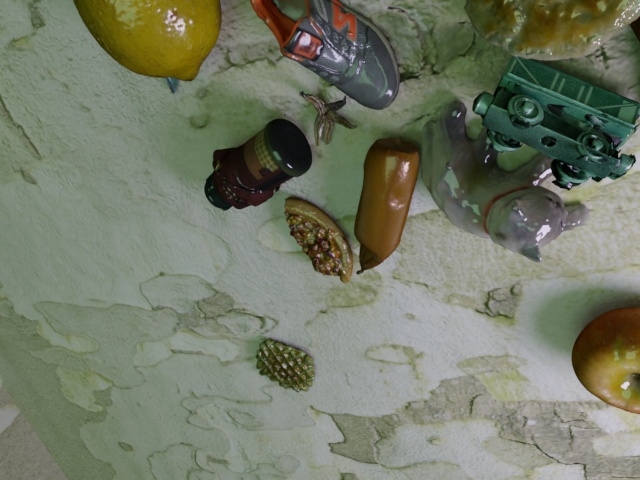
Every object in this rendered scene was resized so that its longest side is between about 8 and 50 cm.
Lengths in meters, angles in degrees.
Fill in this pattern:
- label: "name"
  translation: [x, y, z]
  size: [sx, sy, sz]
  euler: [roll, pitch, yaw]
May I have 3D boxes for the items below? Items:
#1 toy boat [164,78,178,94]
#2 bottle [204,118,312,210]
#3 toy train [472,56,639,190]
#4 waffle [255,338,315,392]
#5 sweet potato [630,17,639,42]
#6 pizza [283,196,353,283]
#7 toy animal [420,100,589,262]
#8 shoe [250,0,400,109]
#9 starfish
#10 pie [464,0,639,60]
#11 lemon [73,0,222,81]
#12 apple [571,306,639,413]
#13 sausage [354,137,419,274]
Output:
- label: "toy boat"
  translation: [-0.349, -0.397, 1.232]
  size: [0.096, 0.034, 0.122]
  euler: [-22, 116, 33]
- label: "bottle"
  translation: [-0.157, -0.155, 1.209]
  size: [0.271, 0.143, 0.156]
  euler: [-26, 104, 36]
- label: "toy train"
  translation: [0.388, -0.193, 0.913]
  size: [0.269, 0.154, 0.115]
  euler: [26, 148, 9]
- label: "waffle"
  translation: [-0.100, 0.358, 1.548]
  size: [0.183, 0.036, 0.169]
  euler: [18, 126, 16]
- label: "sweet potato"
  translation: [0.516, -0.340, 0.804]
  size: [0.112, 0.112, 0.359]
  euler: [-13, 110, 31]
- label: "pizza"
  translation: [-0.002, 0.001, 1.278]
  size: [0.127, 0.058, 0.246]
  euler: [-17, 108, 32]
- label: "toy animal"
  translation: [0.309, -0.100, 1.004]
  size: [0.266, 0.188, 0.308]
  euler: [-9, 117, 39]
- label: "shoe"
  translation: [0.003, -0.362, 0.992]
  size: [0.336, 0.171, 0.132]
  euler: [44, 126, -3]
- label: "starfish"
  translation: [0.010, -0.267, 1.121]
  size: [0.130, 0.041, 0.133]
  euler: [43, 130, -19]
- label: "pie"
  translation: [0.347, -0.432, 0.800]
  size: [0.337, 0.075, 0.337]
  euler: [29, 135, 34]
- label: "lemon"
  translation: [-0.323, -0.451, 1.044]
  size: [0.258, 0.258, 0.310]
  euler: [-17, 119, 32]
- label: "apple"
  translation: [0.616, 0.223, 1.051]
  size: [0.235, 0.173, 0.210]
  euler: [12, 127, 30]
- label: "sausage"
  translation: [0.128, -0.058, 1.153]
  size: [0.112, 0.112, 0.328]
  euler: [19, 125, 14]
